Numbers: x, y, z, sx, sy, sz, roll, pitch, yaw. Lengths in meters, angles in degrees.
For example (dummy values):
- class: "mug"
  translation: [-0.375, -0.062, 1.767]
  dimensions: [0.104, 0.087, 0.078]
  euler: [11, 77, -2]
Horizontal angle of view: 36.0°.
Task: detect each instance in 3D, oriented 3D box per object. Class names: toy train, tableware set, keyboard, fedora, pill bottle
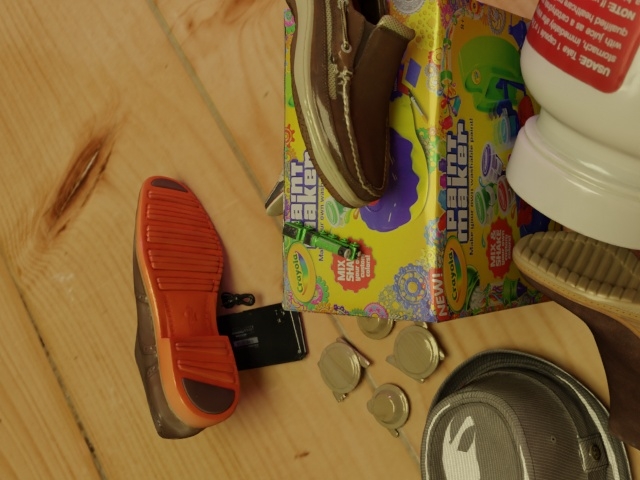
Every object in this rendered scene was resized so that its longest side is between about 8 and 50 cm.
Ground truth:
- class: "toy train"
  translation: [0.000, 0.000, 0.891]
  dimensions: [0.083, 0.023, 0.017]
  euler: [21, 104, 35]
- class: "tableware set"
  translation: [0.072, 0.146, 1.194]
  dimensions: [0.141, 0.020, 0.169]
  euler: [43, 117, 29]
- class: "keyboard"
  translation: [-0.098, 0.118, 1.318]
  dimensions: [0.180, 0.023, 0.108]
  euler: [-14, 89, 35]
- class: "fedora"
  translation: [0.194, 0.256, 1.042]
  dimensions: [0.243, 0.124, 0.276]
  euler: [-6, 88, 37]
- class: "pill bottle"
  translation: [0.306, -0.207, 0.817]
  dimensions: [0.229, 0.229, 0.408]
  euler: [35, 122, 30]

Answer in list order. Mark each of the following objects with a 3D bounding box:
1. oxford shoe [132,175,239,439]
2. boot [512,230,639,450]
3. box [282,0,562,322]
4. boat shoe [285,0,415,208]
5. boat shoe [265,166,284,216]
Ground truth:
- class: "oxford shoe"
  translation: [-0.208, 0.085, 1.312]
  dimensions: [0.132, 0.130, 0.364]
  euler: [-36, 53, 42]
- class: "boot"
  translation: [0.286, 0.115, 0.936]
  dimensions: [0.248, 0.090, 0.207]
  euler: [25, 136, 29]
- class: "box"
  translation: [0.111, -0.078, 0.994]
  dimensions: [0.177, 0.279, 0.290]
  euler: [2, 94, 37]
- class: "boat shoe"
  translation: [0.031, -0.159, 0.822]
  dimensions: [0.095, 0.095, 0.258]
  euler: [-14, 83, 30]
- class: "boat shoe"
  translation: [-0.027, -0.086, 1.239]
  dimensions: [0.137, 0.049, 0.043]
  euler: [-47, 62, 25]
